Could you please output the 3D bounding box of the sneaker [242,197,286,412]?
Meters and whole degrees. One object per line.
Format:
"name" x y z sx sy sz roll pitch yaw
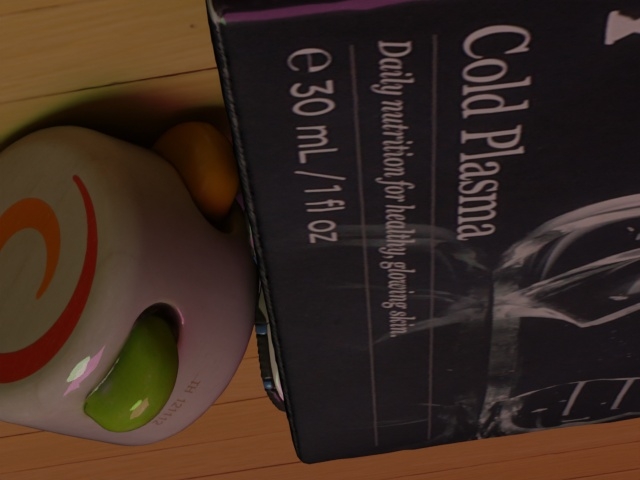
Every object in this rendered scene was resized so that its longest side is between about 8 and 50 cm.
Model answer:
"sneaker" 0.000 0.000 1.227 0.081 0.211 0.080 -6 -175 15

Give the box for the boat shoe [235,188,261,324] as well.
"boat shoe" 0.018 -0.016 1.311 0.301 0.108 0.102 -34 167 29

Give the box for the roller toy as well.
"roller toy" -0.140 0.030 1.258 0.191 0.209 0.146 -11 159 39

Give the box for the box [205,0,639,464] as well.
"box" 0.186 -0.131 0.880 0.471 0.297 0.480 -9 156 -1
